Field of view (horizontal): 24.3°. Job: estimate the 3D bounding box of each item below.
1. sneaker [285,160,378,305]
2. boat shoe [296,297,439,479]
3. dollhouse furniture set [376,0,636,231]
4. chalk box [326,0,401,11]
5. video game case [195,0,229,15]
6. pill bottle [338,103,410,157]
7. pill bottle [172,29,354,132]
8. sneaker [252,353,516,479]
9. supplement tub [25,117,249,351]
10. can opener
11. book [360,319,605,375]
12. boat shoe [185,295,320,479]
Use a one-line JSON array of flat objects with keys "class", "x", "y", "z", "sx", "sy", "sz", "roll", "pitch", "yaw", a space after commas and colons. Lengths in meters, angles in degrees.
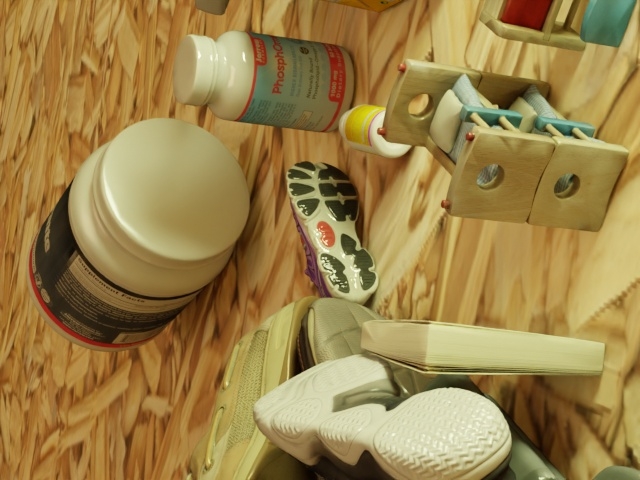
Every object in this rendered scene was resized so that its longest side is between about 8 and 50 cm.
[{"class": "sneaker", "x": 0.000, "y": 0.000, "z": 1.390, "sx": 0.071, "sy": 0.068, "sz": 0.170, "roll": 119, "pitch": 145, "yaw": -50}, {"class": "boat shoe", "x": 0.042, "y": 0.193, "z": 1.168, "sx": 0.130, "sy": 0.132, "sz": 0.355, "roll": -51, "pitch": 39, "yaw": 27}, {"class": "dollhouse furniture set", "x": 0.143, "y": -0.122, "z": 1.043, "sx": 0.129, "sy": 0.129, "sz": 0.184, "roll": 54, "pitch": 132, "yaw": 53}, {"class": "chalk box", "x": 0.031, "y": -0.326, "z": 1.306, "sx": 0.132, "sy": 0.132, "sz": 0.213, "roll": -11, "pitch": 76, "yaw": 63}, {"class": "video game case", "x": -0.059, "y": -0.411, "z": 1.388, "sx": 0.329, "sy": 0.036, "sz": 0.300, "roll": 105, "pitch": -178, "yaw": -72}, {"class": "pill bottle", "x": 0.048, "y": -0.099, "z": 1.332, "sx": 0.083, "sy": 0.043, "sz": 0.043, "roll": 21, "pitch": 104, "yaw": 63}, {"class": "pill bottle", "x": -0.055, "y": -0.154, "z": 1.419, "sx": 0.087, "sy": 0.160, "sz": 0.087, "roll": -18, "pitch": 70, "yaw": 62}, {"class": "sneaker", "x": 0.049, "y": 0.172, "z": 1.015, "sx": 0.268, "sy": 0.101, "sz": 0.153, "roll": 8, "pitch": 122, "yaw": 61}, {"class": "supplement tub", "x": -0.208, "y": -0.002, "z": 1.668, "sx": 0.272, "sy": 0.191, "sz": 0.191, "roll": -43, "pitch": 48, "yaw": 54}, {"class": "can opener", "x": 0.164, "y": 0.170, "z": 1.038, "sx": 0.093, "sy": 0.074, "sz": 0.280, "roll": -47, "pitch": 33, "yaw": -1}, {"class": "book", "x": 0.114, "y": 0.074, "z": 1.051, "sx": 0.096, "sy": 0.144, "sz": 0.035, "roll": 5, "pitch": 90, "yaw": 64}, {"class": "boat shoe", "x": -0.049, "y": 0.201, "z": 1.251, "sx": 0.110, "sy": 0.121, "sz": 0.341, "roll": -25, "pitch": 33, "yaw": 33}]
